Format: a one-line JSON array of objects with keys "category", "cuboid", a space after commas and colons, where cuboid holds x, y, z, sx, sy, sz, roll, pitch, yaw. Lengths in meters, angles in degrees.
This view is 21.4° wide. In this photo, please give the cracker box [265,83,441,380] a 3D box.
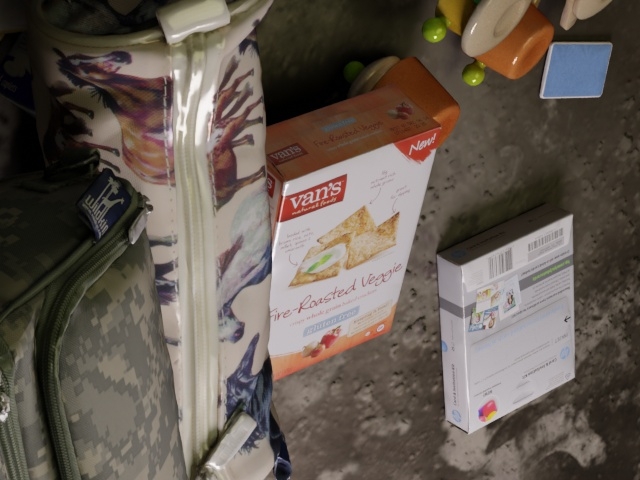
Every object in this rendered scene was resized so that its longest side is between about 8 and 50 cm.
[{"category": "cracker box", "cuboid": [0.000, 0.000, 1.363, 0.156, 0.067, 0.232, -22, 140, -31]}]

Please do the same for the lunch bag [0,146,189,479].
[{"category": "lunch bag", "cuboid": [-0.198, 0.122, 1.009, 0.256, 0.213, 0.305, -32, 126, -37]}]

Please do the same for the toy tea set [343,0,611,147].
[{"category": "toy tea set", "cuboid": [0.140, -0.222, 1.424, 0.336, 0.124, 0.200, -41, 160, -23]}]

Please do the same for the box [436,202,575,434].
[{"category": "box", "cuboid": [0.180, 0.074, 1.615, 0.145, 0.038, 0.186, -24, 122, -30]}]

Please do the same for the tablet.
[{"category": "tablet", "cuboid": [0.239, -0.159, 1.581, 0.083, 0.006, 0.054, -5, 112, -38]}]

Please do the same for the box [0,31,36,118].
[{"category": "box", "cuboid": [-0.144, -0.129, 1.226, 0.126, 0.072, 0.137, 36, 85, -44]}]

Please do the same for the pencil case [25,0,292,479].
[{"category": "pencil case", "cuboid": [-0.103, -0.001, 1.149, 0.160, 0.183, 0.410, -19, 125, -27]}]

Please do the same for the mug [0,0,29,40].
[{"category": "mug", "cuboid": [-0.226, -0.166, 1.161, 0.064, 0.078, 0.062, -6, 80, -48]}]

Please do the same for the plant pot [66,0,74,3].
[{"category": "plant pot", "cuboid": [-0.167, -0.292, 1.035, 0.167, 0.187, 0.188, -39, 130, -7]}]
